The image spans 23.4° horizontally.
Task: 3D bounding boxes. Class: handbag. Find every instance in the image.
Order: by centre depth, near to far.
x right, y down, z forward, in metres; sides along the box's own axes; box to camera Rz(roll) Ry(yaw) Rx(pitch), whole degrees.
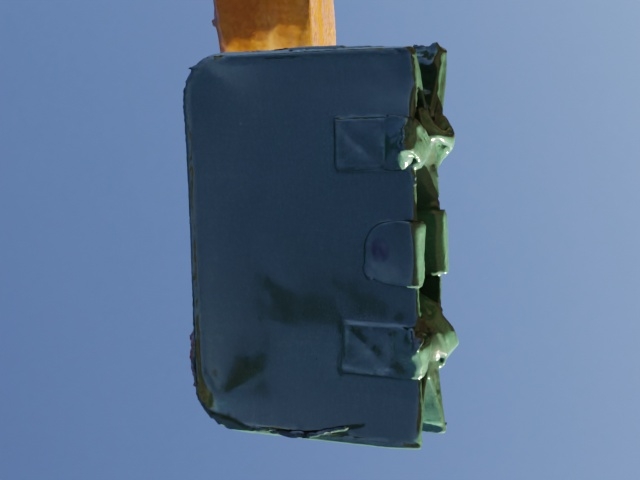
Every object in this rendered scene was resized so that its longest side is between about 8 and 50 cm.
[{"bbox_3d":[-0.001,0.000,1.290,0.089,0.238,0.326,-6,-83,-55],"label":"handbag"}]

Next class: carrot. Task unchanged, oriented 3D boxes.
[{"bbox_3d":[-0.037,-0.206,1.574,0.258,0.100,0.307,-60,-35,-71],"label":"carrot"}]

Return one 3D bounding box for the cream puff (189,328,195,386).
[{"bbox_3d":[-0.038,0.101,1.746,0.240,0.240,0.164,2,-128,-55],"label":"cream puff"}]
